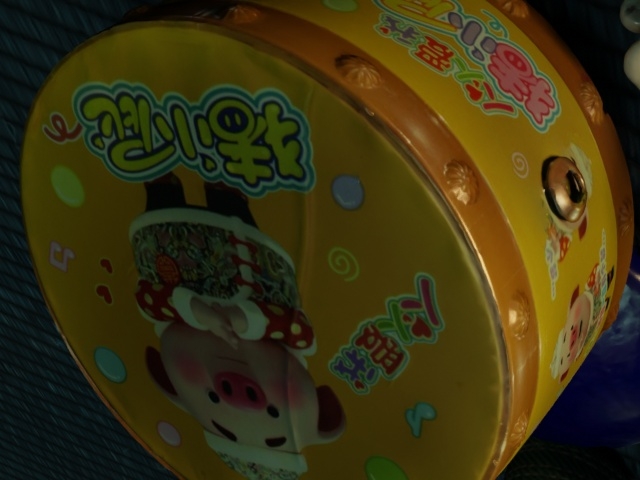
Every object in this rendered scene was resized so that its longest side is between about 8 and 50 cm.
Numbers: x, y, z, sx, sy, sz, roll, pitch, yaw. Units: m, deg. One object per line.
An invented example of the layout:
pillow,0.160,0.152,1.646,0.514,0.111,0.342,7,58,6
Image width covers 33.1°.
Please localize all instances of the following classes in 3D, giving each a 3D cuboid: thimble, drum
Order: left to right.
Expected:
drum,0.000,0.000,0.791,0.431,0.214,0.431,20,128,28
thimble,0.256,0.266,1.122,0.135,0.090,0.118,30,142,-3

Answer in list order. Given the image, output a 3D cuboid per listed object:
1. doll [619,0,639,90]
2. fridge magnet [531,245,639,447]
doll,0.351,-0.054,0.649,0.384,0.188,0.099,32,160,19
fridge magnet,0.203,0.080,0.929,0.265,0.112,0.265,16,139,14
